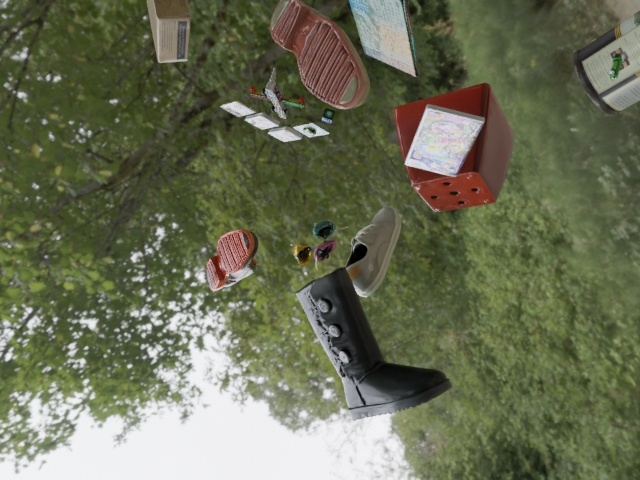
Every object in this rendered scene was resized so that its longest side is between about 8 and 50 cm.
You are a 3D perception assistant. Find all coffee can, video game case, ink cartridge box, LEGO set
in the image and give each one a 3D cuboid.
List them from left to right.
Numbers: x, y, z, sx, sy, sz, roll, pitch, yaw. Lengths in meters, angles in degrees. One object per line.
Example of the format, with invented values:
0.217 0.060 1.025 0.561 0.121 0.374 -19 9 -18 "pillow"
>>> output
-0.409 -0.628 1.442 0.088 0.193 0.234 -10 -102 -17 "ink cartridge box"
-0.077 -0.277 1.149 0.183 0.244 0.060 23 -100 -35 "LEGO set"
0.188 -0.151 0.837 0.087 0.122 0.011 13 -126 -1 "video game case"
0.819 -0.471 1.361 0.202 0.275 0.201 19 -122 -32 "coffee can"

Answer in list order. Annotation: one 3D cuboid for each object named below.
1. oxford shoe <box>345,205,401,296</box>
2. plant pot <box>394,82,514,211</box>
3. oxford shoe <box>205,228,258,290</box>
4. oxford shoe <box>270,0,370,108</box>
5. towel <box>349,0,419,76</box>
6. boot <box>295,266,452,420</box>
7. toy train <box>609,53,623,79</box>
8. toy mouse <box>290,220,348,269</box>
0.177 0.006 1.896 0.130 0.169 0.449 36 -139 -10 "oxford shoe"
0.368 -0.229 1.494 0.267 0.268 0.235 36 -126 -49 "plant pot"
-0.199 0.040 1.328 0.099 0.271 0.096 -11 -106 -33 "oxford shoe"
0.026 -0.419 1.210 0.147 0.140 0.396 7 -138 -39 "oxford shoe"
0.224 -0.755 1.920 0.271 0.040 0.370 36 171 28 "towel"
0.143 0.281 1.609 0.146 0.367 0.444 -8 -106 -52 "boot"
0.644 -0.380 1.184 0.083 0.017 0.023 -56 -49 -34 "toy train"
0.000 0.000 1.209 0.031 0.143 0.161 43 165 32 "toy mouse"
